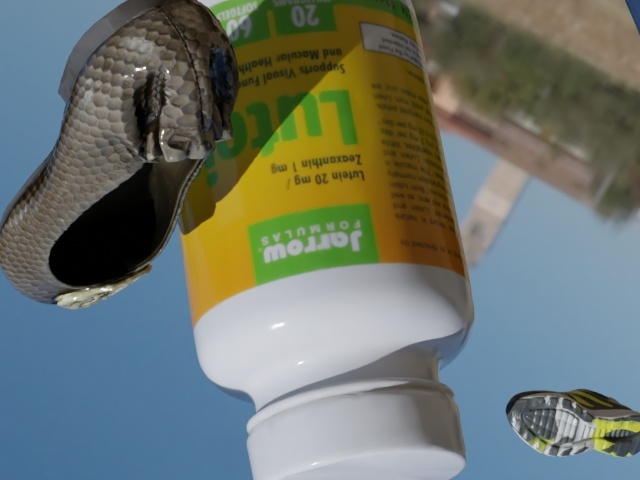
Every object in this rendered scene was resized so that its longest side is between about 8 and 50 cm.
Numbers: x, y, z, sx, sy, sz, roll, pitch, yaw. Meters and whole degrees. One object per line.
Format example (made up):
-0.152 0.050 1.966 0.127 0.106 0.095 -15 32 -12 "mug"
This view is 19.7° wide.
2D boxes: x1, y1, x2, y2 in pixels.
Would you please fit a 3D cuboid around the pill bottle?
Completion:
0.000 0.000 0.903 0.136 0.136 0.245 19 -125 -52 "pill bottle"

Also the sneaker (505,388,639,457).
0.124 0.089 0.921 0.083 0.031 0.035 14 -167 -28 "sneaker"

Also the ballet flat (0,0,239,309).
-0.079 -0.019 0.754 0.058 0.084 0.250 55 152 11 "ballet flat"

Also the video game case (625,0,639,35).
0.234 -0.112 1.092 0.274 0.026 0.196 63 176 -23 "video game case"
